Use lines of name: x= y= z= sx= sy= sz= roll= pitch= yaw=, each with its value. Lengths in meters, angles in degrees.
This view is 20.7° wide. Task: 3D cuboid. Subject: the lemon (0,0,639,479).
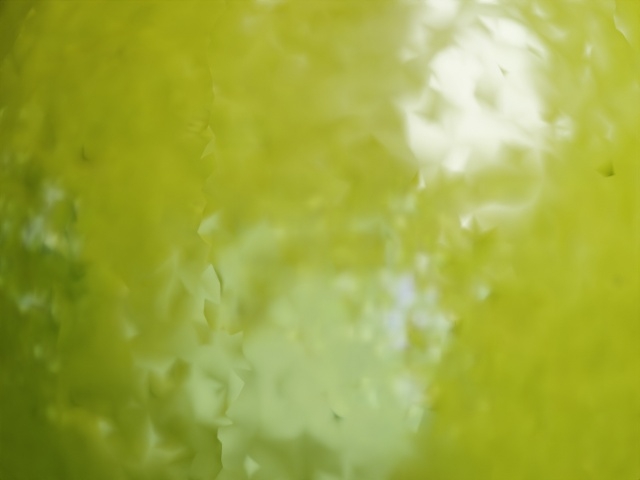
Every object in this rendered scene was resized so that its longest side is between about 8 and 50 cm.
lemon: x=0.000 y=0.000 z=0.665 sx=0.364 sy=0.364 sz=0.364 roll=0 pitch=102 yaw=0
